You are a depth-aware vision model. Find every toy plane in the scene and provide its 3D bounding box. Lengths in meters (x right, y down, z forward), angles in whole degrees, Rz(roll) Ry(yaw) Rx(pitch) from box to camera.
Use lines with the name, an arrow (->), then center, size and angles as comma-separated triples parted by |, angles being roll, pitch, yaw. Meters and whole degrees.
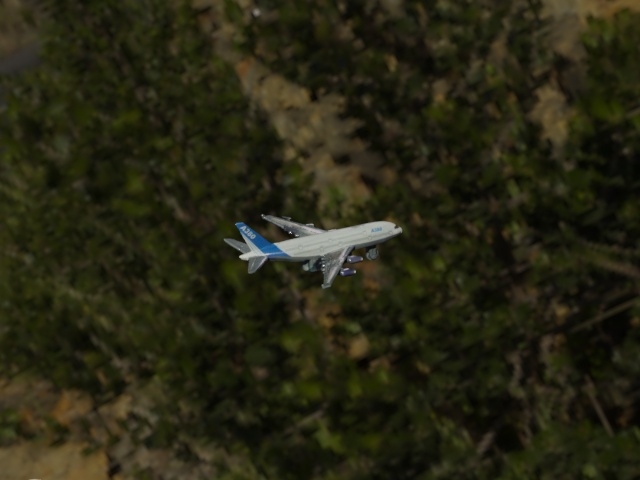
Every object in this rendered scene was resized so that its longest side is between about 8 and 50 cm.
toy plane -> -0.001, 0.002, 0.644 | 0.084, 0.024, 0.078 | -1, 25, -24

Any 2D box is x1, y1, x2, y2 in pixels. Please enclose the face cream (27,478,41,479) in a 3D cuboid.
face cream -> -0.195, 0.207, 0.912 | 0.020, 0.115, 0.038 | 25, 32, 20
